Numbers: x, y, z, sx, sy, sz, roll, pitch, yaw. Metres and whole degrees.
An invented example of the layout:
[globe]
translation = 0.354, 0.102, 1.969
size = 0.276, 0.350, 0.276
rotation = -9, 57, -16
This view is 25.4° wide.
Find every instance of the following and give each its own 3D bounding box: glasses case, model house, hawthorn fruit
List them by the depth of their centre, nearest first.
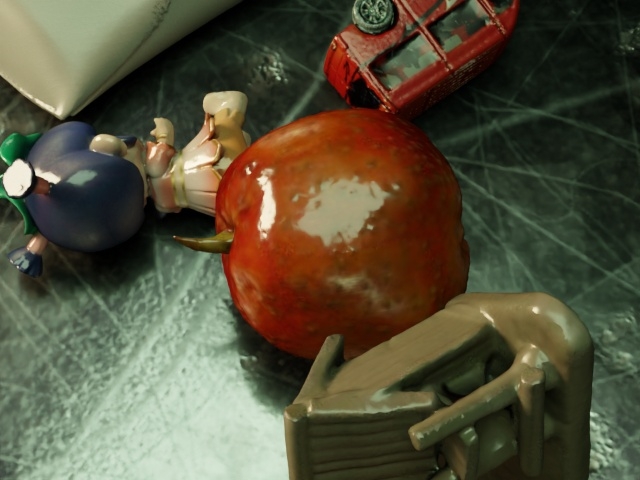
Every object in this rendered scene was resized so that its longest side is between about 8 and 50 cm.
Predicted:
[model house]
translation = 0.065, 0.126, 0.898
size = 0.188, 0.229, 0.122
rotation = -23, 50, -15
[hawthorn fruit]
translation = 0.000, 0.000, 0.971
size = 0.200, 0.179, 0.179
rotation = -8, 65, -19
[glasses case]
translation = -0.127, -0.218, 1.124
size = 0.308, 0.083, 0.128
rotation = -35, 70, -14

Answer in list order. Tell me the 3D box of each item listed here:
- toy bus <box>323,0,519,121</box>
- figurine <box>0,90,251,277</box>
[toy bus]
translation = 0.099, -0.171, 1.109
size = 0.195, 0.081, 0.089
rotation = -35, 80, -15
[figurine]
translation = -0.141, -0.048, 1.035
size = 0.195, 0.111, 0.102
rotation = -10, 46, -4
